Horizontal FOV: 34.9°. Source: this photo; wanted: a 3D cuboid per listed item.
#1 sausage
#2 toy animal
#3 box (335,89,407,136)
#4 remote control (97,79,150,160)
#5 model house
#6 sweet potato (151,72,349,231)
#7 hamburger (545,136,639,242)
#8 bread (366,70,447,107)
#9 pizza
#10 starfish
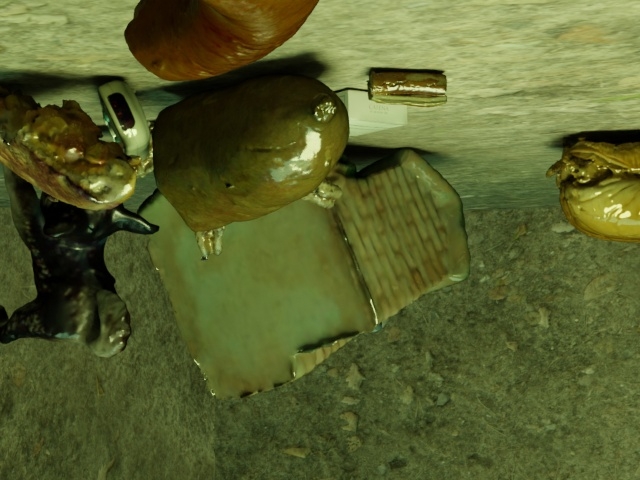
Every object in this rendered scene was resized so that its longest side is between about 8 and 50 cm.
[{"bbox_3d":[-0.056,-0.151,0.611,0.103,0.076,0.302,0,178,-15],"label":"sausage"},{"bbox_3d":[-0.393,0.016,1.669,0.302,0.344,0.194,13,-169,44],"label":"toy animal"},{"bbox_3d":[0.026,-0.148,1.218,0.084,0.040,0.154,-1,180,-32],"label":"box"},{"bbox_3d":[-0.223,-0.133,1.172,0.042,0.078,0.221,-25,-178,-11],"label":"remote control"},{"bbox_3d":[0.000,0.000,1.759,0.445,0.395,0.400,-25,177,42],"label":"model house"},{"bbox_3d":[-0.070,-0.100,1.105,0.158,0.158,0.369,2,173,-39],"label":"sweet potato"},{"bbox_3d":[0.489,-0.077,1.544,0.318,0.158,0.318,2,178,0],"label":"hamburger"},{"bbox_3d":[0.089,-0.155,1.048,0.083,0.036,0.047,3,-179,-8],"label":"bread"},{"bbox_3d":[-0.302,-0.110,1.126,0.305,0.085,0.161,25,159,38],"label":"pizza"},{"bbox_3d":[-0.195,-0.087,1.482,0.432,0.082,0.324,-15,145,41],"label":"starfish"}]
